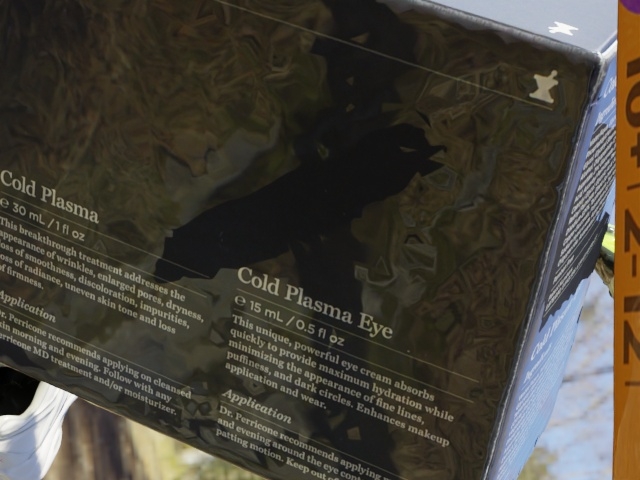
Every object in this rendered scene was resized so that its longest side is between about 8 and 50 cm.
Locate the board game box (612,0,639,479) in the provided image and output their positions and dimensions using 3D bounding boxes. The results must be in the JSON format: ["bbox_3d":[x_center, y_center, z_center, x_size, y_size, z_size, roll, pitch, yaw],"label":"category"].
[{"bbox_3d":[0.308,0.022,0.309,0.356,0.356,0.356,160,-67,-73],"label":"board game box"}]

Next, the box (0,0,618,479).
[{"bbox_3d":[-0.009,-0.040,0.801,0.179,0.343,0.313,-44,150,-54],"label":"box"}]

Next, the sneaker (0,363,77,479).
[{"bbox_3d":[-0.246,0.103,1.215,0.115,0.090,0.232,95,7,-51],"label":"sneaker"}]

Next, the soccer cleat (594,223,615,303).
[{"bbox_3d":[0.205,0.042,0.847,0.179,0.060,0.072,-125,-134,-60],"label":"soccer cleat"}]
